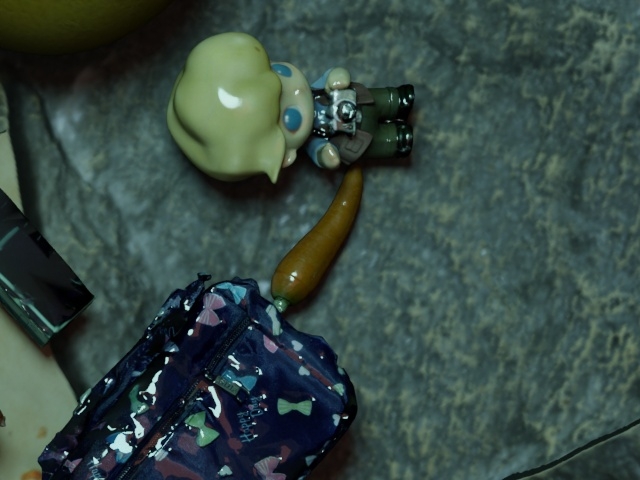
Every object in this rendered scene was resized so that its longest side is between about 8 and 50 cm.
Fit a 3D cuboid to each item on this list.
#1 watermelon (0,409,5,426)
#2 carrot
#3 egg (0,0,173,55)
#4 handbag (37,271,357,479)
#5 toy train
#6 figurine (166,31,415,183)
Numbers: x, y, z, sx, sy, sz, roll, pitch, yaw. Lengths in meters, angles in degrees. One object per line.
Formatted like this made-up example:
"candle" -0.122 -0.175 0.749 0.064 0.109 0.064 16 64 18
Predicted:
"watermelon" -0.311 0.079 1.456 0.158 0.098 0.121 -1 99 -8
"carrot" 0.000 0.000 1.565 0.035 0.035 0.142 35 70 -7
"egg" -0.183 -0.292 1.429 0.250 0.250 0.322 17 105 -11
"handbag" -0.100 0.152 1.484 0.162 0.113 0.260 42 76 -12
"toy train" -0.274 -0.030 1.498 0.055 0.048 0.252 -42 91 -24
"figurine" -0.020 -0.096 1.536 0.196 0.108 0.114 6 86 -18
